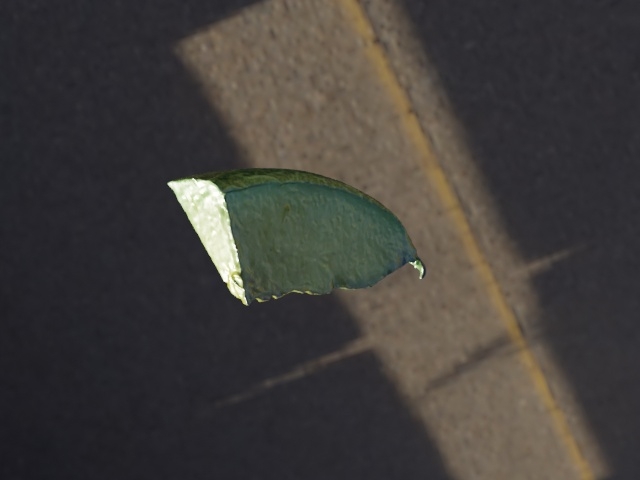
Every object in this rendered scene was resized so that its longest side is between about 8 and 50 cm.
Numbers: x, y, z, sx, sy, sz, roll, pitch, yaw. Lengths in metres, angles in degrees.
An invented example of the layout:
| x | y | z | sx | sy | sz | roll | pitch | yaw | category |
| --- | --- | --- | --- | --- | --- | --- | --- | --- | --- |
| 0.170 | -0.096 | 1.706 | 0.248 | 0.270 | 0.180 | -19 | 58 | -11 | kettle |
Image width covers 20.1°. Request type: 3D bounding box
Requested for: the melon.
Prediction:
| x | y | z | sx | sy | sz | roll | pitch | yaw | category |
| --- | --- | --- | --- | --- | --- | --- | --- | --- | --- |
| 0.000 | 0.000 | 1.394 | 0.053 | 0.114 | 0.261 | -17 | 162 | 42 | melon |
